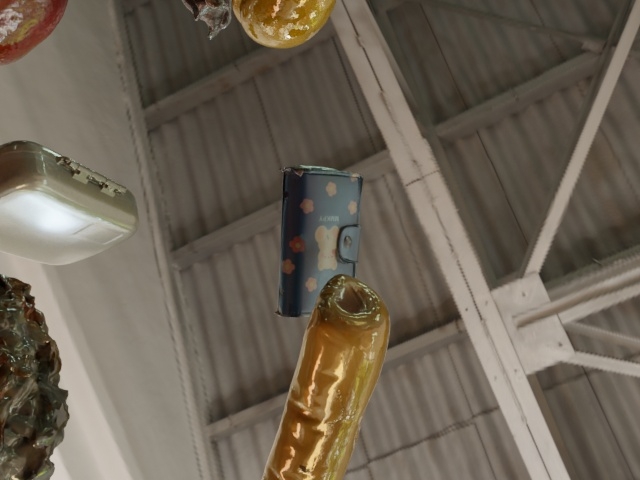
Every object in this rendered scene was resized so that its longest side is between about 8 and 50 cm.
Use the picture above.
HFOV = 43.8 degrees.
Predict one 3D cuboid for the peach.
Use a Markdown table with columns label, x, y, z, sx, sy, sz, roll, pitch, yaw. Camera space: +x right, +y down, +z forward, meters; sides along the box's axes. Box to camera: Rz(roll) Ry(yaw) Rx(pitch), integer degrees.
| label | x | y | z | sx | sy | sz | roll | pitch | yaw |
| --- | --- | --- | --- | --- | --- | --- | --- | --- | --- |
| peach | -0.044 | -0.328 | 1.009 | 0.103 | 0.179 | 0.179 | 18 | -80 | -33 |

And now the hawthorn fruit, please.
| label | x | y | z | sx | sy | sz | roll | pitch | yaw |
| --- | --- | --- | --- | --- | --- | --- | --- | --- | --- |
| hawthorn fruit | -0.568 | -0.482 | 1.447 | 0.368 | 0.285 | 0.285 | -23 | -92 | 3 |

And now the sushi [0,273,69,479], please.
| label | x | y | z | sx | sy | sz | roll | pitch | yaw |
| --- | --- | --- | --- | --- | --- | --- | --- | --- | --- |
| sushi | -0.466 | 0.215 | 0.939 | 0.417 | 0.176 | 0.418 | -18 | -124 | 28 |

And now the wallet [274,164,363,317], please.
| label | x | y | z | sx | sy | sz | roll | pitch | yaw |
| --- | --- | --- | --- | --- | --- | --- | --- | --- | --- |
| wallet | 0.001 | 0.000 | 1.093 | 0.059 | 0.141 | 0.203 | 4 | -87 | 41 |

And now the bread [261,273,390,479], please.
| label | x | y | z | sx | sy | sz | roll | pitch | yaw |
| --- | --- | --- | --- | --- | --- | --- | --- | --- | --- |
| bread | 0.003 | 0.192 | 0.883 | 0.091 | 0.142 | 0.305 | 17 | -70 | 1 |

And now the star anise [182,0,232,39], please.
| label | x | y | z | sx | sy | sz | roll | pitch | yaw |
| --- | --- | --- | --- | --- | --- | --- | --- | --- | --- |
| star anise | -0.191 | -0.458 | 1.258 | 0.139 | 0.316 | 0.360 | -24 | -102 | 2 |

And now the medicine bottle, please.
| label | x | y | z | sx | sy | sz | roll | pitch | yaw |
| --- | --- | --- | --- | --- | --- | --- | --- | --- | --- |
| medicine bottle | -0.546 | -0.061 | 1.565 | 0.282 | 0.375 | 0.123 | -20 | -110 | 17 |
